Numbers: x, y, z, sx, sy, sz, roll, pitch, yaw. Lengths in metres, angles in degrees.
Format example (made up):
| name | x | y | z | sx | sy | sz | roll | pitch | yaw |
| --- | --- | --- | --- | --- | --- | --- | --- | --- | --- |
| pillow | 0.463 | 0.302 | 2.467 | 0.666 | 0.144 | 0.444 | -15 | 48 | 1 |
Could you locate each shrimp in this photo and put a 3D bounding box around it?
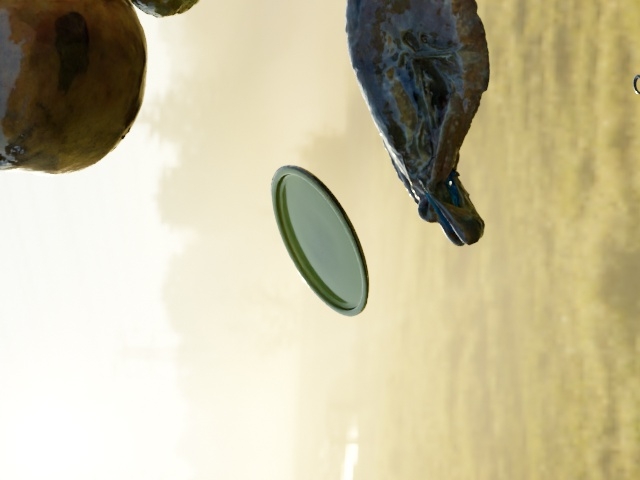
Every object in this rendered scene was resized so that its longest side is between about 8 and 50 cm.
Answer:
| name | x | y | z | sx | sy | sz | roll | pitch | yaw |
| --- | --- | --- | --- | --- | --- | --- | --- | --- | --- |
| shrimp | 0.166 | -0.208 | 2.186 | 0.110 | 0.221 | 0.445 | -30 | -73 | -58 |

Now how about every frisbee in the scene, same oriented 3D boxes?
| name | x | y | z | sx | sy | sz | roll | pitch | yaw |
| --- | --- | --- | --- | --- | --- | --- | --- | --- | --- |
| frisbee | 0.000 | 0.000 | 2.067 | 0.236 | 0.017 | 0.236 | 45 | 151 | 34 |

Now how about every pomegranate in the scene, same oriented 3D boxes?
| name | x | y | z | sx | sy | sz | roll | pitch | yaw |
| --- | --- | --- | --- | --- | --- | --- | --- | --- | --- |
| pomegranate | -0.337 | -0.211 | 1.698 | 0.281 | 0.281 | 0.281 | -178 | 90 | -88 |

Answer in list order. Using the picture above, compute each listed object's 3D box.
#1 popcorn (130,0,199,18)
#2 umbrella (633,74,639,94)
| name | x | y | z | sx | sy | sz | roll | pitch | yaw |
| --- | --- | --- | --- | --- | --- | --- | --- | --- | --- |
| popcorn | -0.180 | -0.367 | 1.452 | 0.225 | 0.277 | 0.276 | -28 | -55 | -59 |
| umbrella | 0.488 | -0.182 | 1.980 | 0.269 | 0.044 | 0.044 | -131 | 38 | -60 |
